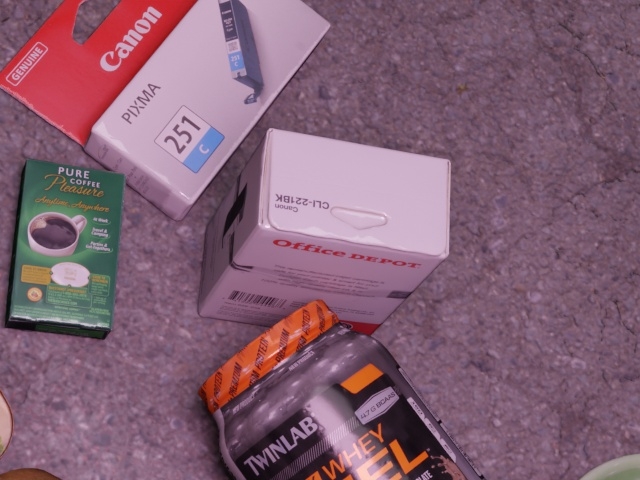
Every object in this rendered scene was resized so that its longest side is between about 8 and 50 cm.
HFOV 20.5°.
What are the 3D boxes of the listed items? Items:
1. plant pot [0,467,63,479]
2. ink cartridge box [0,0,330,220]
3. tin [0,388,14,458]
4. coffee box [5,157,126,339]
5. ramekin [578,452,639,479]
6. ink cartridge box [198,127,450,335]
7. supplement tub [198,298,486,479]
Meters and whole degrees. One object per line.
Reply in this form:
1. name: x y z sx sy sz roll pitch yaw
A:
1. plant pot: -0.244 0.340 1.662 0.237 0.237 0.254 -24 47 -24
2. ink cartridge box: -0.174 -0.211 1.993 0.261 0.066 0.296 37 63 -2
3. tin: -0.386 0.154 1.799 0.106 0.040 0.189 -28 80 -21
4. coffee box: -0.271 0.009 1.889 0.113 0.040 0.184 7 68 -15
5. ramekin: 0.361 0.386 1.838 0.303 0.148 0.303 9 48 -10
6. ink cartridge box: 0.000 0.000 1.848 0.197 0.273 0.114 9 67 -14
7. supplement tub: 0.038 0.240 1.803 0.207 0.207 0.338 -35 82 -26
